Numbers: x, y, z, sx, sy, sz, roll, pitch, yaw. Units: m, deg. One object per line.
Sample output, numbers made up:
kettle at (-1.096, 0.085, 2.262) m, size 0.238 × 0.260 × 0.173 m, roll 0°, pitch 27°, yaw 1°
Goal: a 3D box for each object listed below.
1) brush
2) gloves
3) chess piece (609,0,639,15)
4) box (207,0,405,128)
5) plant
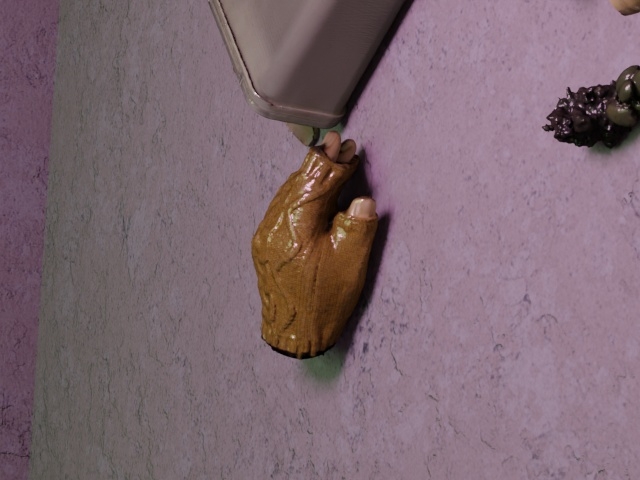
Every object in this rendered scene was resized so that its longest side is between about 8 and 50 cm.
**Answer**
brush at (-0.077, -0.254, 2.228) m, size 0.336 × 0.020 × 0.085 m, roll 54°, pitch 131°, yaw 47°
gloves at (-0.014, 0.006, 1.952) m, size 0.203 × 0.155 × 0.356 m, roll 29°, pitch 108°, yaw 53°
chess piece at (0.379, -0.293, 1.406) m, size 0.122 × 0.066 × 0.066 m, roll -12°, pitch 76°, yaw 53°
box at (-0.015, -0.418, 1.991) m, size 0.344 × 0.177 × 0.352 m, roll -57°, pitch 40°, yaw 38°
plant at (0.333, -0.153, 1.457) m, size 0.174 × 0.085 × 0.087 m, roll -26°, pitch 88°, yaw 51°
